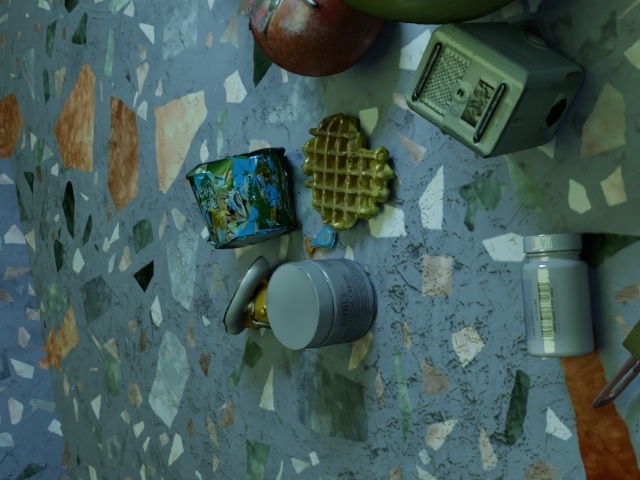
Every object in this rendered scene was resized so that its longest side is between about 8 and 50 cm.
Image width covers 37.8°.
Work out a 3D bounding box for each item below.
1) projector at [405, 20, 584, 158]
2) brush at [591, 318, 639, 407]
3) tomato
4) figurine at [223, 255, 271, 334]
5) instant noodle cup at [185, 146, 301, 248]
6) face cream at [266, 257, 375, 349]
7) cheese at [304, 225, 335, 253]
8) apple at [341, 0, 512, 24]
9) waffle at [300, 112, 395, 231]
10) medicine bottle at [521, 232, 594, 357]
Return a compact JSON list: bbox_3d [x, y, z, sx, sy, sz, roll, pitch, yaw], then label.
[{"bbox_3d":[0.277,-0.238,1.448,0.177,0.243,0.163,39,122,24],"label":"projector"},{"bbox_3d":[0.460,0.165,1.325,0.047,0.103,0.233,51,131,33],"label":"brush"},{"bbox_3d":[-0.002,-0.439,1.786,0.265,0.265,0.264,3,94,52],"label":"tomato"},{"bbox_3d":[-0.115,0.156,2.092,0.141,0.166,0.250,30,150,9],"label":"figurine"},{"bbox_3d":[-0.163,-0.086,2.037,0.240,0.240,0.178,-20,83,51],"label":"instant noodle cup"},{"bbox_3d":[0.001,0.125,1.877,0.177,0.153,0.177,7,99,52],"label":"face cream"},{"bbox_3d":[-0.001,0.000,1.983,0.111,0.017,0.047,-23,71,51],"label":"cheese"},{"bbox_3d":[0.157,-0.543,1.405,0.474,0.474,0.473,3,94,52],"label":"apple"},{"bbox_3d":[0.048,-0.150,1.882,0.249,0.056,0.253,-37,61,46],"label":"waffle"},{"bbox_3d":[0.364,0.084,1.441,0.103,0.103,0.186,-8,86,52],"label":"medicine bottle"}]
